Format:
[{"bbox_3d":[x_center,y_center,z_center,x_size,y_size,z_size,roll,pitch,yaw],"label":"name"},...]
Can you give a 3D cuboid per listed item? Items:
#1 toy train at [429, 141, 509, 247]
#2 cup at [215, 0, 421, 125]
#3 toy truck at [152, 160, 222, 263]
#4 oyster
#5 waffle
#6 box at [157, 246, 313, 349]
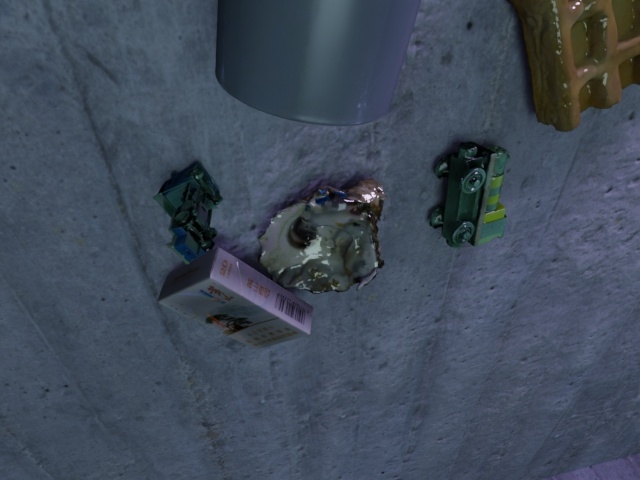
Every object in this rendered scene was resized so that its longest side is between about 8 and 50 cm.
[{"bbox_3d":[0.271,-0.081,0.722,0.132,0.083,0.200,-17,130,-17],"label":"toy train"},{"bbox_3d":[0.011,-0.292,0.383,0.206,0.205,0.312,1,131,-16],"label":"cup"},{"bbox_3d":[-0.190,-0.033,0.567,0.081,0.175,0.067,-22,130,10],"label":"toy truck"},{"bbox_3d":[0.000,0.000,0.705,0.223,0.083,0.214,2,119,5],"label":"oyster"},{"bbox_3d":[0.443,-0.352,0.557,0.349,0.077,0.304,-29,128,7],"label":"waffle"},{"bbox_3d":[-0.145,0.115,0.732,0.150,0.067,0.233,-27,132,32],"label":"box"}]
